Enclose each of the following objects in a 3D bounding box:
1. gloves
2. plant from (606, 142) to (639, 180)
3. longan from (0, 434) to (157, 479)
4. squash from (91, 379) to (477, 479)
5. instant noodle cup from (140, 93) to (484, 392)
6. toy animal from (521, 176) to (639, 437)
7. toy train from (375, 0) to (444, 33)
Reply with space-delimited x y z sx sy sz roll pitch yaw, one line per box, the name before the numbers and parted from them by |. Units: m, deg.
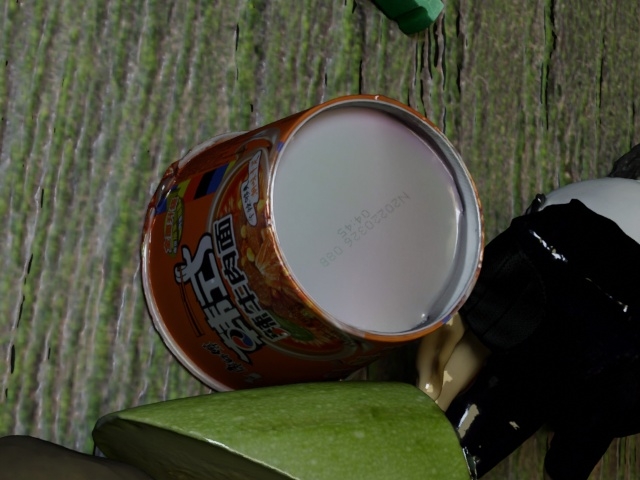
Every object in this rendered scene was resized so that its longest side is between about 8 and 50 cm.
gloves | 0.172 0.115 1.080 0.197 0.301 0.152 40 22 11
plant | 0.389 -0.024 1.305 0.194 0.132 0.129 40 37 -12
longan | -0.189 0.236 0.893 0.212 0.198 0.198 39 62 -14
squash | -0.031 0.205 0.986 0.260 0.189 0.189 -5 79 -32
instant noodle cup | 0.000 0.000 1.053 0.250 0.192 0.250 8 73 -27
toy animal | 0.270 0.057 1.204 0.187 0.165 0.235 -21 86 -26
toy train | 0.105 -0.296 1.263 0.104 0.071 0.178 45 62 -21
